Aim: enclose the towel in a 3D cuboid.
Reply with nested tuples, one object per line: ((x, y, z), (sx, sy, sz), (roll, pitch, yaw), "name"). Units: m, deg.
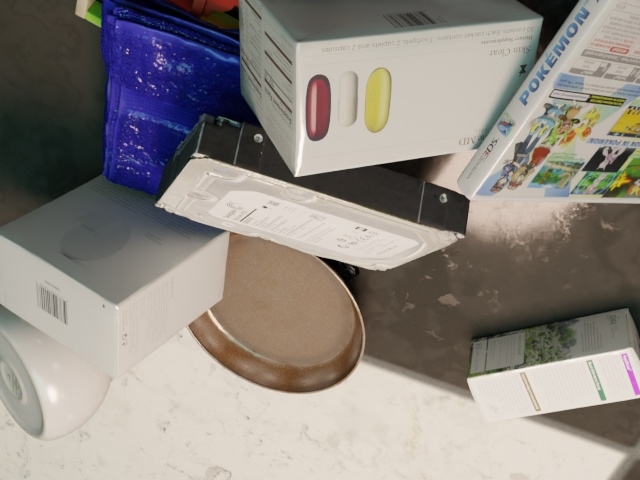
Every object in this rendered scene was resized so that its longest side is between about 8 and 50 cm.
((-0.183, -0.159, 1.102), (0.228, 0.076, 0.308), (20, 141, 2), "towel")

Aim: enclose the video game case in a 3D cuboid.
((0.341, -0.158, 0.909), (0.329, 0.036, 0.300), (-1, 136, -36), "video game case")

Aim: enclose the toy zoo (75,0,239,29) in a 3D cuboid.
((-0.155, -0.280, 1.048), (0.293, 0.030, 0.192), (28, 145, -4), "toy zoo")

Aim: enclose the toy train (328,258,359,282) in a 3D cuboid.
((0.000, 0.000, 1.234), (0.036, 0.027, 0.158), (-36, 109, 28), "toy train")

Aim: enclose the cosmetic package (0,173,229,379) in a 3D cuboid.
((-0.285, 0.037, 1.178), (0.224, 0.225, 0.138), (28, 130, 22), "cosmetic package")

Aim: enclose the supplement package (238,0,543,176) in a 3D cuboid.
((0.064, -0.194, 0.914), (0.262, 0.204, 0.145), (-10, 127, -17), "supplement package")

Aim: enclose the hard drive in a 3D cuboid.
((-0.019, -0.046, 1.059), (0.339, 0.064, 0.237), (17, 162, -18), "hard drive")

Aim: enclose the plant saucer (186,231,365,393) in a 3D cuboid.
((-0.074, 0.103, 1.292), (0.310, 0.050, 0.310), (11, 127, 15), "plant saucer")

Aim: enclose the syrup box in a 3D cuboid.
((0.340, 0.182, 1.226), (0.237, 0.093, 0.096), (-15, 118, 23), "syrup box")

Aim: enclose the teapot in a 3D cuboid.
((-0.421, 0.191, 1.388), (0.256, 0.187, 0.252), (-9, 104, 50), "teapot")
